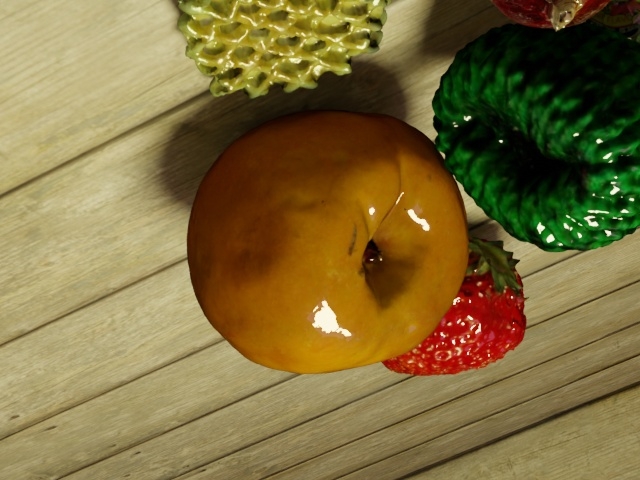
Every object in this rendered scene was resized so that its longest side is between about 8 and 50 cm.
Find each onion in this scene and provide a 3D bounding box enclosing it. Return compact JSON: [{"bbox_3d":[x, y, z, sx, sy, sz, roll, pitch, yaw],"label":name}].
[{"bbox_3d":[0.225,-0.267,0.941,0.160,0.195,0.159,-1,139,-1],"label":"onion"}]

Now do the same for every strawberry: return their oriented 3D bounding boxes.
[{"bbox_3d":[0.205,0.119,1.617,0.257,0.257,0.277,9,131,-45],"label":"strawberry"}]

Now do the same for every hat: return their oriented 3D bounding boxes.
[{"bbox_3d":[0.312,-0.147,1.092,0.332,0.274,0.242,-24,150,-36],"label":"hat"}]

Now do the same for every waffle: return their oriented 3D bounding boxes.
[{"bbox_3d":[-0.031,-0.225,1.005,0.223,0.054,0.204,-18,154,2],"label":"waffle"}]

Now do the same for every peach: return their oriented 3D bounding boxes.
[{"bbox_3d":[0.000,0.000,1.184,0.343,0.342,0.302,0,-169,-34],"label":"peach"}]

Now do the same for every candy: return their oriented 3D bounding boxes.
[{"bbox_3d":[0.393,-0.263,1.227,0.091,0.083,0.305,11,177,26],"label":"candy"}]
